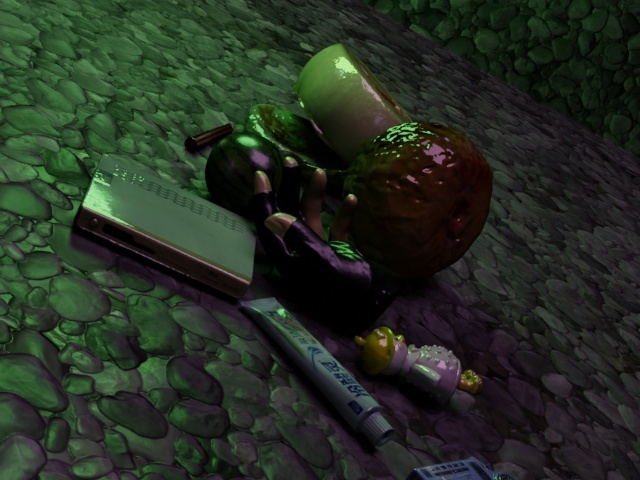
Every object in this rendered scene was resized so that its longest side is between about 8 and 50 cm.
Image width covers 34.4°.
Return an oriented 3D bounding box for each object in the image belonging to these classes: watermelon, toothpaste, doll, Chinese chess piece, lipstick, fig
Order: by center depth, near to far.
[{"bbox_3d":[-0.004,0.175,1.445,0.075,0.048,0.297,-3,38,-47],"label":"toothpaste"},{"bbox_3d":[0.141,0.185,1.547,0.207,0.081,0.129,23,7,-14],"label":"doll"},{"bbox_3d":[-0.108,-0.094,1.711,0.140,0.141,0.187,-3,45,-51],"label":"watermelon"},{"bbox_3d":[0.108,-0.099,1.855,0.368,0.286,0.286,24,18,30],"label":"fig"},{"bbox_3d":[-0.203,-0.194,1.924,0.027,0.027,0.176,35,23,7],"label":"lipstick"},{"bbox_3d":[0.091,-0.239,2.092,0.338,0.140,0.338,47,14,-15],"label":"Chinese chess piece"}]

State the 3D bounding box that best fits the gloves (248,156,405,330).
[{"bbox_3d":[-0.002,0.008,1.612,0.301,0.152,0.197,61,17,3],"label":"gloves"}]

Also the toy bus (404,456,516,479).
[{"bbox_3d":[0.178,0.325,1.334,0.167,0.073,0.076,4,34,-45],"label":"toy bus"}]

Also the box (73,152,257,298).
[{"bbox_3d":[-0.225,-0.023,1.553,0.270,0.045,0.211,24,25,-15],"label":"box"}]

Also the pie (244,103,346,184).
[{"bbox_3d":[-0.050,-0.195,2.067,0.240,0.054,0.240,25,26,-13],"label":"pie"}]
